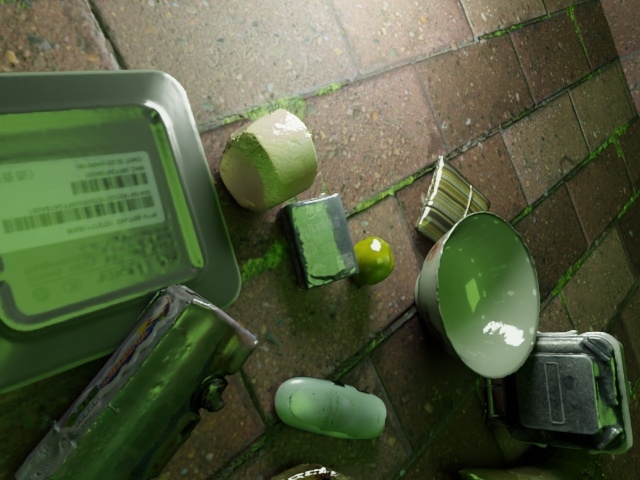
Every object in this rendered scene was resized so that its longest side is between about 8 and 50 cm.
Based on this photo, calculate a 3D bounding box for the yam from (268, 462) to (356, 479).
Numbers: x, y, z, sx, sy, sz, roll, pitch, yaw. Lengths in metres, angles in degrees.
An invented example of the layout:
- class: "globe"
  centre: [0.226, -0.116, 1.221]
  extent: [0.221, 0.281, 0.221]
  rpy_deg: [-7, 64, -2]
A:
- class: "yam"
  centre: [-0.011, 0.502, 0.704]
  extent: [0.195, 0.195, 0.300]
  rpy_deg: [3, 81, -37]

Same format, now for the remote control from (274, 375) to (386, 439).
- class: "remote control"
  centre: [0.028, 0.300, 0.858]
  extent: [0.256, 0.045, 0.098]
  rpy_deg: [22, 69, -35]

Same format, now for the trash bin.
- class: "trash bin"
  centre: [0.587, 0.338, 1.166]
  extent: [0.367, 0.295, 0.256]
  rpy_deg: [7, 76, -50]

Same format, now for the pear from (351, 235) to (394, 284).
- class: "pear"
  centre: [0.098, 0.044, 0.936]
  extent: [0.092, 0.092, 0.097]
  rpy_deg: [27, 108, -30]

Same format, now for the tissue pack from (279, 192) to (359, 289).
- class: "tissue pack"
  centre: [0.000, 0.000, 0.875]
  extent: [0.112, 0.051, 0.156]
  rpy_deg: [-15, 93, -23]

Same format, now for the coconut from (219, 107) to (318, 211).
- class: "coconut"
  centre: [-0.077, -0.134, 0.796]
  extent: [0.152, 0.147, 0.147]
  rpy_deg: [-36, 104, -33]

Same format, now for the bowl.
- class: "bowl"
  centre: [0.305, 0.117, 1.030]
  extent: [0.337, 0.157, 0.337]
  rpy_deg: [7, 78, -35]

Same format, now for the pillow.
- class: "pillow"
  centre: [0.321, -0.061, 1.139]
  extent: [0.208, 0.052, 0.212]
  rpy_deg: [34, 64, -26]

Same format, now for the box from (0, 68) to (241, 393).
- class: "box"
  centre: [-0.309, -0.033, 0.636]
  extent: [0.367, 0.090, 0.373]
  rpy_deg: [-18, 92, -37]

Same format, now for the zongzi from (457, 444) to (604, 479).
- class: "zongzi"
  centre: [0.485, 0.533, 1.090]
  extent: [0.356, 0.174, 0.393]
  rpy_deg: [-41, 100, -39]

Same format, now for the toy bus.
- class: "toy bus"
  centre: [-0.224, 0.211, 0.593]
  extent: [0.317, 0.112, 0.138]
  rpy_deg: [-54, 128, -17]

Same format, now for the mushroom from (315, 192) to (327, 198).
- class: "mushroom"
  centre: [0.013, -0.040, 0.924]
  extent: [0.049, 0.019, 0.101]
  rpy_deg: [-18, 93, -38]
